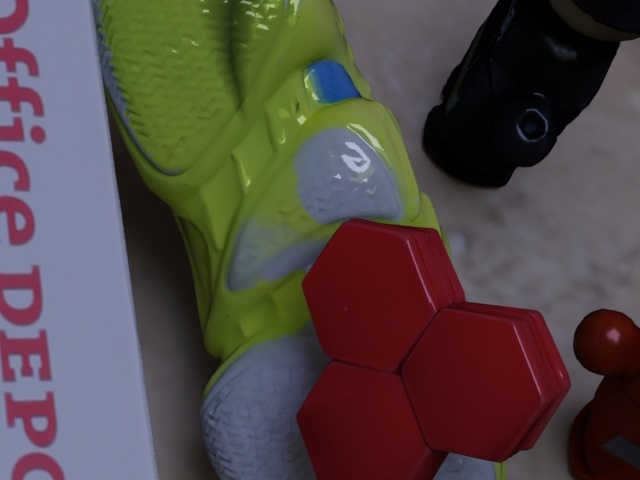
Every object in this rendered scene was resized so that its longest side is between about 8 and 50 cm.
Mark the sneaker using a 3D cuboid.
[{"bbox_3d":[0.000,0.000,0.619,0.091,0.126,0.240,-15,102,7],"label":"sneaker"}]

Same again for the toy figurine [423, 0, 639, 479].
[{"bbox_3d":[0.163,-0.028,0.659,0.209,0.148,0.213,-13,70,-26],"label":"toy figurine"}]

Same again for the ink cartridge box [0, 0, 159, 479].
[{"bbox_3d":[-0.208,0.030,0.499,0.306,0.131,0.226,-1,65,-20],"label":"ink cartridge box"}]

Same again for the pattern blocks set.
[{"bbox_3d":[0.110,0.156,0.494,0.026,0.285,0.325,-8,98,-57],"label":"pattern blocks set"}]
